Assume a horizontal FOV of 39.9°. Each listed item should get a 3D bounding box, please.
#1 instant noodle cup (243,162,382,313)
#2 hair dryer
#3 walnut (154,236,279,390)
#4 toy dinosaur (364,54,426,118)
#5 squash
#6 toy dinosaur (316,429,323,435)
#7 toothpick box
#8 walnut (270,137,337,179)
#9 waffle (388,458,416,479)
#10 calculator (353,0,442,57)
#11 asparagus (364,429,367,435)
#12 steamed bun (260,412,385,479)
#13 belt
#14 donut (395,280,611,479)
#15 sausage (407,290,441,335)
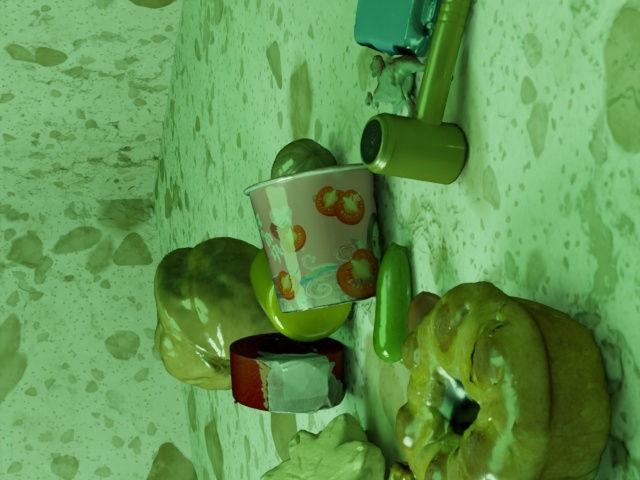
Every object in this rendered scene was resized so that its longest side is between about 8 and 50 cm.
[{"bbox_3d":[0.000,0.000,1.558,0.243,0.243,0.231,162,98,-70],"label":"instant noodle cup"},{"bbox_3d":[0.152,-0.223,1.250,0.090,0.135,0.278,-139,58,-63],"label":"hair dryer"},{"bbox_3d":[-0.238,0.171,2.146,0.383,0.384,0.383,177,90,-71],"label":"walnut"},{"bbox_3d":[0.127,-0.263,1.402,0.242,0.053,0.167,127,141,-67],"label":"toy dinosaur"},{"bbox_3d":[0.123,0.104,1.465,0.066,0.066,0.201,179,95,-71],"label":"squash"},{"bbox_3d":[-0.042,0.548,1.892,0.139,0.070,0.286,87,-157,-67],"label":"toy dinosaur"},{"bbox_3d":[-0.052,0.089,1.800,0.271,0.175,0.175,-145,54,-70],"label":"toothpick box"},{"bbox_3d":[-0.032,-0.130,1.762,0.162,0.140,0.140,-56,40,44],"label":"walnut"},{"bbox_3d":[0.143,0.482,1.275,0.213,0.091,0.308,165,122,-70],"label":"waffle"},{"bbox_3d":[0.122,-0.376,1.380,0.293,0.051,0.173,-140,58,-65],"label":"calculator"},{"bbox_3d":[0.074,0.403,1.707,0.025,0.021,0.108,-115,29,-49],"label":"asparagus"},{"bbox_3d":[0.019,0.466,1.616,0.295,0.137,0.292,-18,43,45],"label":"steamed bun"},{"bbox_3d":[-0.068,0.266,1.784,0.324,0.227,0.115,-168,74,-72],"label":"belt"},{"bbox_3d":[0.204,0.201,1.060,0.317,0.150,0.299,-136,55,-68],"label":"donut"},{"bbox_3d":[0.171,0.170,1.316,0.077,0.077,0.194,124,138,-60],"label":"sausage"}]
